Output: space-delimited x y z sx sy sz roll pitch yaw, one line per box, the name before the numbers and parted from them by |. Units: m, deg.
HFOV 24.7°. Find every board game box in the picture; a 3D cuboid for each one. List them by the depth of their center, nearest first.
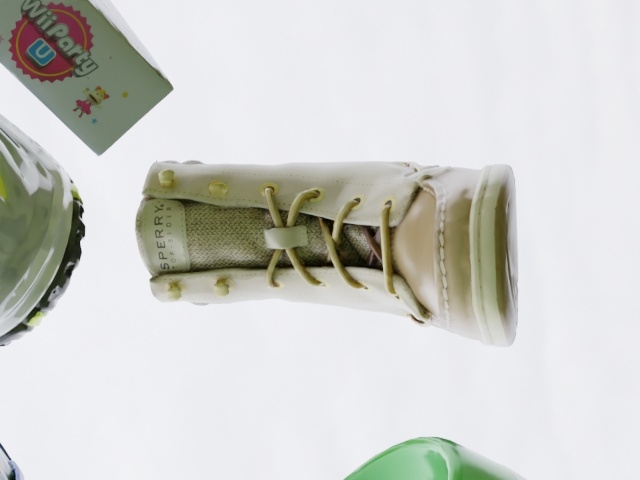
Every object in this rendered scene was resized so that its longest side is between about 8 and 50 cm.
board game box | -0.271 -0.237 1.315 0.224 0.097 0.303 47 -177 -36

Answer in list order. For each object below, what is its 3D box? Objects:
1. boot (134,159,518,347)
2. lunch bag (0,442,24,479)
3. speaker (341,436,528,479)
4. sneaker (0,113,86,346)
boot | 0.000 0.000 0.787 0.262 0.203 0.095 -89 1 -83
lunch bag | -0.256 0.288 1.140 0.115 0.303 0.243 -23 -73 -7
speaker | 0.112 0.205 0.529 0.296 0.131 0.131 43 -131 -14
sneaker | -0.285 -0.087 0.729 0.145 0.384 0.147 -60 -26 -6
